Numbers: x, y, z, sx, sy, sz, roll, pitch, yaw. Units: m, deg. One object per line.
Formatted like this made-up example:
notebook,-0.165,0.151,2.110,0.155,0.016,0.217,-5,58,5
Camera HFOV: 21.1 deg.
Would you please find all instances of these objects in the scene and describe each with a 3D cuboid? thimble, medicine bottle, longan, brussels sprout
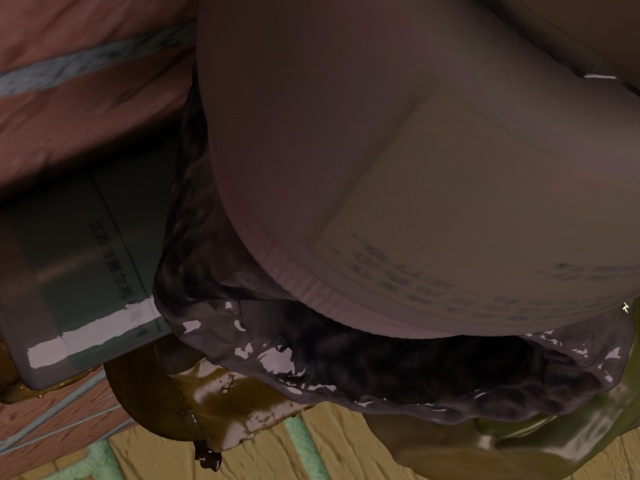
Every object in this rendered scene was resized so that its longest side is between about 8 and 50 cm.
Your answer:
thimble,0.042,-0.007,0.864,0.245,0.157,0.217,20,153,-27
medicine bottle,0.070,-0.083,0.568,0.214,0.213,0.378,-23,173,-14
longan,-0.088,0.086,1.284,0.155,0.176,0.145,-12,-164,-26
brussels sprout,0.185,0.053,1.475,0.344,0.268,0.344,-57,-166,23
medicine bottle,-0.034,-0.029,1.029,0.352,0.110,0.110,-24,173,-9

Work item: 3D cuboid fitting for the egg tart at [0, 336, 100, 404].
egg tart,-0.216,0.075,1.346,0.191,0.074,0.191,-25,171,-4

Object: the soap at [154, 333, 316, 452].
soap,0.030,-0.002,1.132,0.315,0.091,0.199,-26,-145,-6
